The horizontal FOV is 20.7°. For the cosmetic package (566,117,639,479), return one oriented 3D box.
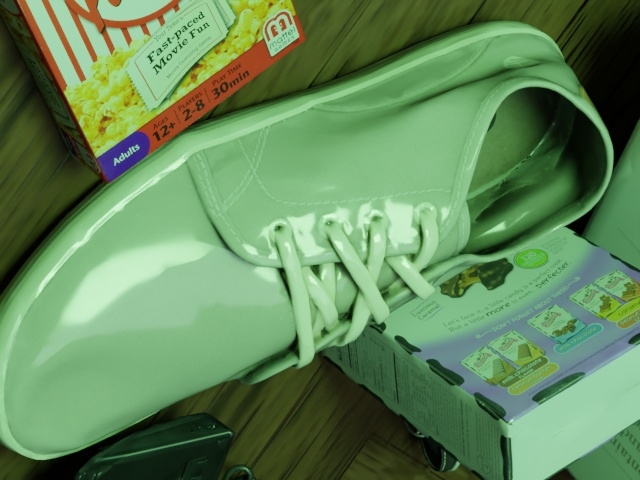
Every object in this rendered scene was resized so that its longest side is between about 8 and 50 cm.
[{"bbox_3d":[0.394,0.052,1.218,0.327,0.329,0.393,-19,146,-33],"label":"cosmetic package"}]

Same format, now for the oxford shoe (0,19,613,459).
[{"bbox_3d":[0.000,0.000,1.057,0.449,0.130,0.169,-28,135,-23],"label":"oxford shoe"}]

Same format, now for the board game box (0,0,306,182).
[{"bbox_3d":[-0.101,-0.147,0.934,0.147,0.045,0.193,-39,135,-17],"label":"board game box"}]

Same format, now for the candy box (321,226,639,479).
[{"bbox_3d":[0.119,0.060,1.145,0.165,0.196,0.070,-27,130,-27],"label":"candy box"}]

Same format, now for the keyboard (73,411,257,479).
[{"bbox_3d":[-0.127,0.246,1.147,0.201,0.033,0.317,-6,127,-48],"label":"keyboard"}]

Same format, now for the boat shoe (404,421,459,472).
[{"bbox_3d":[0.075,0.117,1.254,0.038,0.046,0.125,-25,127,-28],"label":"boat shoe"}]
